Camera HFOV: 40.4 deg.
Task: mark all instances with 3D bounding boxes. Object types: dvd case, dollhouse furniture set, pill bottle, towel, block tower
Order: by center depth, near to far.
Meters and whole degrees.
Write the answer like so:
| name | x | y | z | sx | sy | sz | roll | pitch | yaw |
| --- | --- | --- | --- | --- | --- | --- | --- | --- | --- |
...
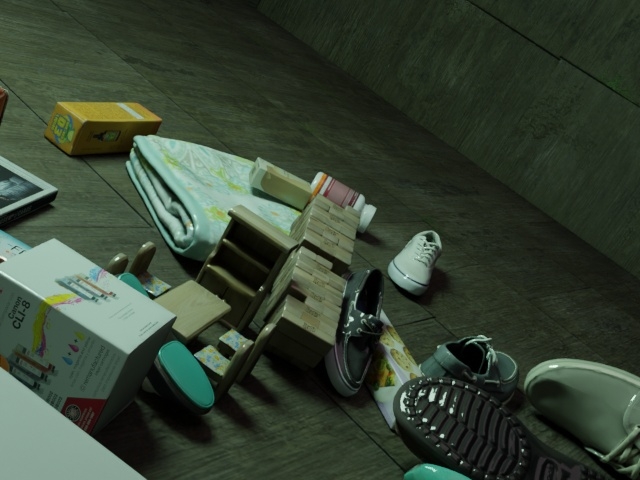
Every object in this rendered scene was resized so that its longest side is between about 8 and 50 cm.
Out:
| name | x | y | z | sx | sy | sz | roll | pitch | yaw |
| --- | --- | --- | --- | --- | --- | --- | --- | --- | --- |
| dollhouse furniture set | -0.149 | 0.064 | 1.192 | 0.212 | 0.161 | 0.242 | 33 | 20 | 9 |
| dvd case | -0.509 | -0.080 | 1.237 | 0.179 | 0.029 | 0.238 | 30 | 19 | 3 |
| block tower | -0.015 | 0.056 | 1.376 | 0.097 | 0.091 | 0.335 | 32 | 35 | -11 |
| towel | -0.161 | -0.058 | 1.578 | 0.321 | 0.090 | 0.374 | 13 | 26 | -37 |
| pill bottle | 0.042 | -0.080 | 1.912 | 0.152 | 0.086 | 0.086 | 29 | 20 | -1 |

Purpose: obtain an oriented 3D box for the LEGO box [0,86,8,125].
| name | x | y | z | sx | sy | sz | roll | pitch | yaw |
| --- | --- | --- | --- | --- | --- | --- | --- | --- | --- |
| LEGO box | -0.694 | -0.212 | 1.018 | 0.500 | 0.193 | 0.372 | 36 | 27 | 18 |

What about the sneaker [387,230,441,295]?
| name | x | y | z | sx | sy | sz | roll | pitch | yaw |
| --- | --- | --- | --- | --- | --- | --- | --- | --- | --- |
| sneaker | 0.206 | 0.036 | 1.848 | 0.094 | 0.091 | 0.258 | 30 | 20 | -1 |

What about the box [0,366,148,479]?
| name | x | y | z | sx | sy | sz | roll | pitch | yaw |
| --- | --- | --- | --- | --- | --- | --- | --- | --- | --- |
| box | -0.304 | 0.194 | 0.591 | 0.345 | 0.215 | 0.168 | 33 | 20 | 11 |

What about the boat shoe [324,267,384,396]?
| name | x | y | z | sx | sy | sz | roll | pitch | yaw |
| --- | --- | --- | --- | --- | --- | --- | --- | --- | --- |
| boat shoe | 0.064 | 0.132 | 1.337 | 0.080 | 0.076 | 0.228 | 44 | 37 | -26 |

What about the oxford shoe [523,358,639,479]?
| name | x | y | z | sx | sy | sz | roll | pitch | yaw |
| --- | --- | --- | --- | --- | --- | --- | --- | --- | --- |
| oxford shoe | 0.557 | 0.353 | 1.499 | 0.449 | 0.169 | 0.130 | 32 | 39 | 3 |

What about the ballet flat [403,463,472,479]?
| name | x | y | z | sx | sy | sz | roll | pitch | yaw |
| --- | --- | --- | --- | --- | --- | --- | --- | --- | --- |
| ballet flat | 0.210 | 0.368 | 1.084 | 0.247 | 0.083 | 0.087 | 30 | 34 | 5 |

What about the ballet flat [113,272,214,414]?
| name | x | y | z | sx | sy | sz | roll | pitch | yaw |
| --- | --- | --- | --- | --- | --- | --- | --- | --- | --- |
| ballet flat | -0.206 | 0.135 | 1.061 | 0.203 | 0.074 | 0.074 | 55 | 24 | 5 |

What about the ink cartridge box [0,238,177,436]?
| name | x | y | z | sx | sy | sz | roll | pitch | yaw |
| --- | --- | --- | --- | --- | --- | --- | --- | --- | --- |
| ink cartridge box | -0.280 | 0.105 | 0.961 | 0.176 | 0.128 | 0.127 | 31 | 20 | 6 |

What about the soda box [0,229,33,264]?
| name | x | y | z | sx | sy | sz | roll | pitch | yaw |
| --- | --- | --- | --- | --- | --- | --- | --- | --- | --- |
| soda box | -0.366 | 0.050 | 1.080 | 0.183 | 0.058 | 0.063 | 31 | 20 | 0 |

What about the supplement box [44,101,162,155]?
| name | x | y | z | sx | sy | sz | roll | pitch | yaw |
| --- | --- | --- | --- | --- | --- | --- | --- | --- | --- |
| supplement box | -0.402 | -0.212 | 1.631 | 0.080 | 0.078 | 0.233 | 35 | 20 | 15 |

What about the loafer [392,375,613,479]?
| name | x | y | z | sx | sy | sz | roll | pitch | yaw |
| --- | --- | --- | --- | --- | --- | --- | --- | --- | --- |
| loafer | 0.245 | 0.326 | 1.187 | 0.366 | 0.130 | 0.134 | 34 | 48 | 5 |

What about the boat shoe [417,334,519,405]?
| name | x | y | z | sx | sy | sz | roll | pitch | yaw |
| --- | --- | --- | --- | --- | --- | --- | --- | --- | --- |
| boat shoe | 0.270 | 0.218 | 1.489 | 0.116 | 0.099 | 0.320 | 42 | 23 | 31 |

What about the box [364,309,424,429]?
| name | x | y | z | sx | sy | sz | roll | pitch | yaw |
| --- | --- | --- | --- | --- | --- | --- | --- | --- | --- |
| box | 0.092 | 0.178 | 1.394 | 0.067 | 0.063 | 0.324 | 21 | 22 | -29 |

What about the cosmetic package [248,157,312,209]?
| name | x | y | z | sx | sy | sz | roll | pitch | yaw |
| --- | --- | --- | --- | --- | --- | --- | --- | --- | --- |
| cosmetic package | -0.076 | -0.107 | 1.642 | 0.115 | 0.041 | 0.060 | 25 | 19 | -19 |
